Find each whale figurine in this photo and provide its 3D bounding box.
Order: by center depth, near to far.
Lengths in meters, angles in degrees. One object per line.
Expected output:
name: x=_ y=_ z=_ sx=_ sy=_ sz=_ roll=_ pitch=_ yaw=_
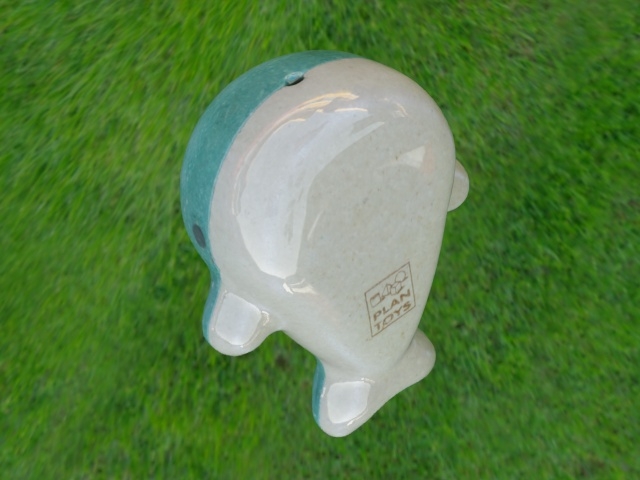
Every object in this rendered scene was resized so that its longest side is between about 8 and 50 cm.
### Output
whale figurine: x=0.000 y=0.000 z=0.936 sx=0.216 sy=0.141 sz=0.272 roll=-36 pitch=133 yaw=-23
